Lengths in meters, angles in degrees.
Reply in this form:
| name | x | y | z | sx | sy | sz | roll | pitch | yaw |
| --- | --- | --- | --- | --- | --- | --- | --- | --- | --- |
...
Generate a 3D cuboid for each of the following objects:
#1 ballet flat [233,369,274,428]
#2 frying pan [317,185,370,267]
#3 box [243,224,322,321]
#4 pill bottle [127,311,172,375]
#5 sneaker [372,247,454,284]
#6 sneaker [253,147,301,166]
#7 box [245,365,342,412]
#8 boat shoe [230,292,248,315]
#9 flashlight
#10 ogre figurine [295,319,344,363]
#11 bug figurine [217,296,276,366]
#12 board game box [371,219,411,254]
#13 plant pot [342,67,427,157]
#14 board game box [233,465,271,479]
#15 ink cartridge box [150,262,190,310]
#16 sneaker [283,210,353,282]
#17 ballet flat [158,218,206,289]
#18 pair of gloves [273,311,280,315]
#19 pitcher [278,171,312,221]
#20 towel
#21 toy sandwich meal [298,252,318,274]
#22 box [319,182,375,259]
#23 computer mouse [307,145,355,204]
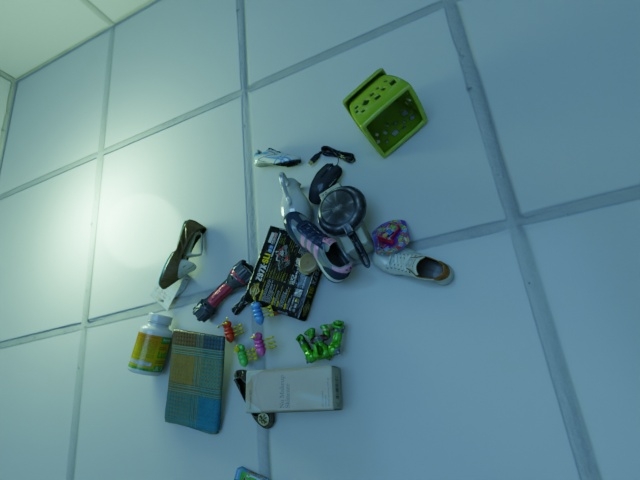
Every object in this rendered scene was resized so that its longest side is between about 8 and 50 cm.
| name | x | y | z | sx | sy | sz | roll | pitch | yaw |
| --- | --- | --- | --- | --- | --- | --- | --- | --- | --- |
| ballet flat | -0.254 | 0.584 | 1.576 | 0.084 | 0.058 | 0.249 | -43 | 60 | 8 |
| frying pan | 0.071 | -0.051 | 1.514 | 0.198 | 0.053 | 0.325 | -11 | 67 | 26 |
| box | -0.128 | 0.122 | 1.650 | 0.258 | 0.079 | 0.321 | 13 | 78 | 27 |
| pill bottle | -0.710 | 0.436 | 1.803 | 0.137 | 0.136 | 0.245 | 6 | 76 | 28 |
| sneaker | 0.299 | 0.071 | 1.443 | 0.291 | 0.123 | 0.105 | 12 | 81 | 30 |
| sneaker | -0.191 | -0.361 | 1.843 | 0.238 | 0.085 | 0.086 | 6 | 91 | 28 |
| box | -0.091 | 0.514 | 1.460 | 0.312 | 0.121 | 0.147 | -10 | 67 | 14 |
| boat shoe | -0.312 | 0.253 | 1.723 | 0.125 | 0.046 | 0.038 | -42 | 60 | 11 |
| flashlight | -0.396 | 0.213 | 1.746 | 0.304 | 0.103 | 0.103 | -44 | 63 | 6 |
| ogre figurine | 0.000 | 0.364 | 1.507 | 0.197 | 0.096 | 0.118 | -13 | 56 | 10 |
| bug figurine | -0.279 | 0.355 | 1.612 | 0.279 | 0.072 | 0.216 | -36 | 67 | 33 |
| board game box | 0.245 | -0.024 | 1.510 | 0.133 | 0.033 | 0.168 | -22 | 39 | 16 |
| plant pot | 0.232 | -0.492 | 1.609 | 0.227 | 0.228 | 0.207 | -40 | 53 | 9 |
| board game box | -0.218 | 0.902 | 1.465 | 0.212 | 0.039 | 0.159 | 8 | 77 | 27 |
| ink cartridge box | -0.680 | 0.207 | 1.927 | 0.146 | 0.045 | 0.179 | 30 | 97 | 30 |
| sneaker | 0.000 | 0.000 | 1.512 | 0.319 | 0.131 | 0.112 | 47 | 58 | 6 |
| ballet flat | -0.590 | 0.064 | 1.872 | 0.124 | 0.116 | 0.341 | 13 | 61 | 4 |
| pair of gloves | -0.162 | 0.248 | 1.671 | 0.074 | 0.010 | 0.083 | -29 | 62 | 15 |
| pitcher | -0.114 | -0.156 | 1.686 | 0.126 | 0.178 | 0.206 | -19 | 65 | 13 |
| towel | -0.491 | 0.548 | 1.677 | 0.272 | 0.040 | 0.369 | 2 | 85 | 26 |
| toy sandwich meal | -0.042 | 0.088 | 1.568 | 0.086 | 0.029 | 0.085 | -7 | 68 | 18 |
| box | 0.101 | -0.071 | 1.593 | 0.094 | 0.113 | 0.274 | -31 | 61 | 15 |
| computer mouse | 0.001 | -0.280 | 1.723 | 0.184 | 0.060 | 0.261 | 29 | 80 | 31 |
